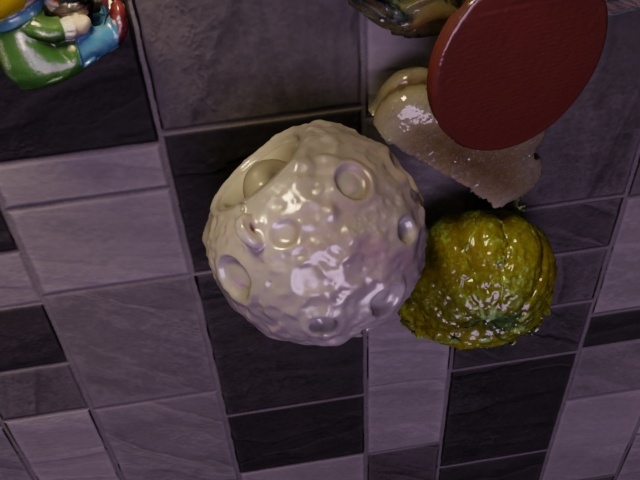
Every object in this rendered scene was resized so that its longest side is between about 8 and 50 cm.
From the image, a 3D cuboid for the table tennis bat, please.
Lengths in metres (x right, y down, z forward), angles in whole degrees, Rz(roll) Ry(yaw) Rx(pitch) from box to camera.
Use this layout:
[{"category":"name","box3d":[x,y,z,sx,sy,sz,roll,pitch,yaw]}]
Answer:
[{"category":"table tennis bat","box3d":[0.272,-0.286,1.235,0.268,0.051,0.414,-15,137,-14]}]

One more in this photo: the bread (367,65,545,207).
[{"category":"bread","box3d":[0.239,-0.175,1.432,0.337,0.102,0.183,25,128,-36]}]

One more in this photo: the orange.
[{"category":"orange","box3d":[0.265,0.076,1.628,0.301,0.223,0.300,-7,142,1]}]

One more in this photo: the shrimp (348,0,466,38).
[{"category":"shrimp","box3d":[0.100,-0.388,1.184,0.445,0.085,0.272,11,140,-30]}]

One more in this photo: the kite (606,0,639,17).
[{"category":"kite","box3d":[0.458,-0.414,1.282,0.335,0.011,0.314,17,131,-31]}]

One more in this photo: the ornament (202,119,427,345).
[{"category":"ornament","box3d":[0.000,0.000,1.386,0.337,0.337,0.337,-7,139,-6]}]

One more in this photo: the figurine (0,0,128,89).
[{"category":"figurine","box3d":[-0.354,-0.311,1.133,0.185,0.127,0.234,-25,125,-3]}]
